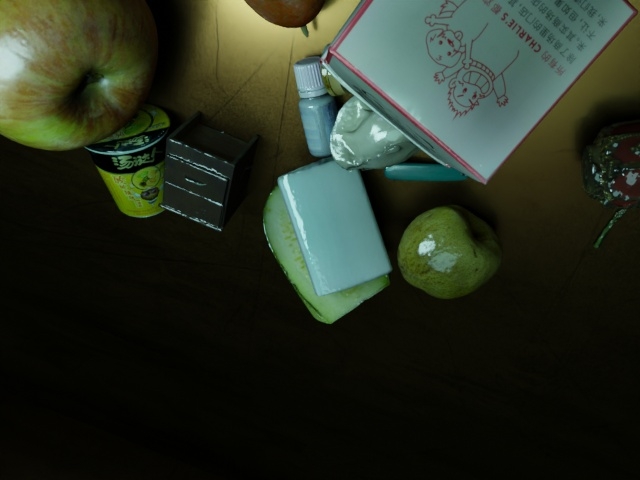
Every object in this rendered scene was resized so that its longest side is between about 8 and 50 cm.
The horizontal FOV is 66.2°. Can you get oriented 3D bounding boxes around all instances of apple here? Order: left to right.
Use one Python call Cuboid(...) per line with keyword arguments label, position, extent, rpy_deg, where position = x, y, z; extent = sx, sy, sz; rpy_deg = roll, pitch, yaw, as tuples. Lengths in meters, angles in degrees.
Cuboid(label="apple", position=(-0.536, -0.382, 0.967), extent=(0.333, 0.400, 0.401), rpy_deg=(41, 131, 15))

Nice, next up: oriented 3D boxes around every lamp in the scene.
Cuboid(label="lamp", position=(0.639, -0.145, 0.908), extent=(0.273, 0.177, 0.177), rpy_deg=(-4, 124, 21))

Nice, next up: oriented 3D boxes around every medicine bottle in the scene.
Cuboid(label="medicine bottle", position=(-0.005, -0.286, 1.060), extent=(0.083, 0.084, 0.203), rpy_deg=(0, 127, 18))

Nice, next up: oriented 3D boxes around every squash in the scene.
Cuboid(label="squash", position=(0.000, 0.000, 1.196), extent=(0.233, 0.210, 0.309), rpy_deg=(-32, 121, -4))

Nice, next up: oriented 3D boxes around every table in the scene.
Cuboid(label="table", position=(-0.269, -0.165, 1.179), extent=(0.169, 0.173, 0.193), rpy_deg=(22, 130, 1))

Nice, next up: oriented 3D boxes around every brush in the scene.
Cuboid(label="brush", position=(0.241, -0.159, 1.116), extent=(0.193, 0.032, 0.043), rpy_deg=(1, 122, 2))

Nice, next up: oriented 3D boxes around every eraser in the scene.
Cuboid(label="eraser", position=(0.033, -0.038, 1.119), extent=(0.189, 0.104, 0.290), rpy_deg=(-19, 92, -13))

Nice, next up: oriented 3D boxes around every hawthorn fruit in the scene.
Cuboid(label="hawthorn fruit", position=(-0.062, -0.475, 0.886), extent=(0.199, 0.200, 0.251), rpy_deg=(-6, 148, 22))

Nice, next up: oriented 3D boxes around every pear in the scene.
Cuboid(label="pear", position=(0.291, 0.034, 1.137), extent=(0.228, 0.188, 0.211), rpy_deg=(35, 126, -12))

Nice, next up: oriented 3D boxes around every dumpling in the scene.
Cuboid(label="dumpling", position=(0.132, -0.242, 1.026), extent=(0.246, 0.142, 0.173), rpy_deg=(-19, 93, 8))

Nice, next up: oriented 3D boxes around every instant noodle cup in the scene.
Cuboid(label="instant noodle cup", position=(-0.461, -0.191, 1.218), extent=(0.215, 0.216, 0.236), rpy_deg=(12, 136, 9))

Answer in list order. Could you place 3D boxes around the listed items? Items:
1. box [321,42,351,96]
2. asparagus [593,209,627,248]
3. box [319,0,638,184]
Cuboid(label="box", position=(0.039, -0.344, 0.987), extent=(0.037, 0.106, 0.106), rpy_deg=(4, 127, 27))
Cuboid(label="asparagus", position=(0.643, -0.028, 1.090), extent=(0.015, 0.014, 0.115), rpy_deg=(17, 129, 4))
Cuboid(label="box", position=(0.210, -0.313, 0.774), extent=(0.314, 0.300, 0.312), rpy_deg=(37, 102, -11))
